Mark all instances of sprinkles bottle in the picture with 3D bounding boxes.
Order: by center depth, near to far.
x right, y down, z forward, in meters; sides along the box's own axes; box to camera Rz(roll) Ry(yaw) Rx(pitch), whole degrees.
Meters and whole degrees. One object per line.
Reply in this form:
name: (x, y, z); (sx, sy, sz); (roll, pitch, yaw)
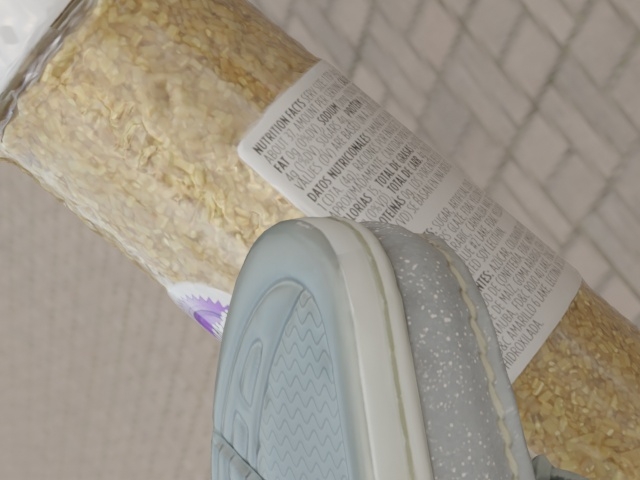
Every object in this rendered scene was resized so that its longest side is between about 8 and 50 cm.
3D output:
sprinkles bottle: (0.000, 0.000, 0.704); (0.355, 0.121, 0.121); (40, 159, -1)

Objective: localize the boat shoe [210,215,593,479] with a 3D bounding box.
boat shoe: (0.049, 0.138, 0.491); (0.118, 0.103, 0.320); (17, 124, 64)
